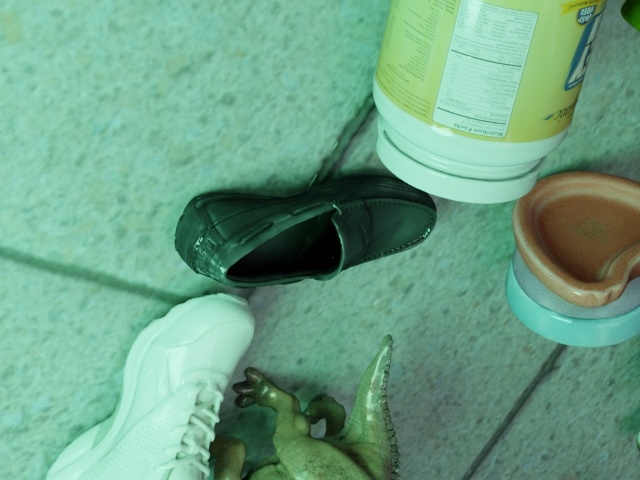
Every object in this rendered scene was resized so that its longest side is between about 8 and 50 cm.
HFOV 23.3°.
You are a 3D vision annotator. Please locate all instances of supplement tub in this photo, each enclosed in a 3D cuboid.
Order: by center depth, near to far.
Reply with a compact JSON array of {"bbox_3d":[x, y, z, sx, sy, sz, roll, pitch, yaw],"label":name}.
[{"bbox_3d":[0.116,-0.141,1.077,0.144,0.144,0.200,-12,130,-31],"label":"supplement tub"}]

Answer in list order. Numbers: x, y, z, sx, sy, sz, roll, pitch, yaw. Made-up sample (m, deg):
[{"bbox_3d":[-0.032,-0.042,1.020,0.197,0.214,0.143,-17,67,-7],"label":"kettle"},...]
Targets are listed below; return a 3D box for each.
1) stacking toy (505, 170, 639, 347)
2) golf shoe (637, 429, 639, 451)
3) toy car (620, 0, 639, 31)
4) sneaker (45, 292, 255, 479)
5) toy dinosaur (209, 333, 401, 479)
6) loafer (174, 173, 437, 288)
[{"bbox_3d":[0.324,0.038,1.295,0.309,0.279,0.130,-20,135,-21],"label":"stacking toy"},{"bbox_3d":[0.402,0.171,1.629,0.186,0.067,0.086,-19,109,-28],"label":"golf shoe"},{"bbox_3d":[0.256,-0.205,1.080,0.149,0.188,0.155,26,112,-16],"label":"toy car"},{"bbox_3d":[-0.107,0.148,1.158,0.090,0.115,0.232,18,111,-45],"label":"sneaker"},{"bbox_3d":[-0.017,0.219,1.224,0.295,0.200,0.127,-39,138,-6],"label":"toy dinosaur"},{"bbox_3d":[0.000,0.000,1.150,0.223,0.078,0.076,-7,127,-35],"label":"loafer"}]
